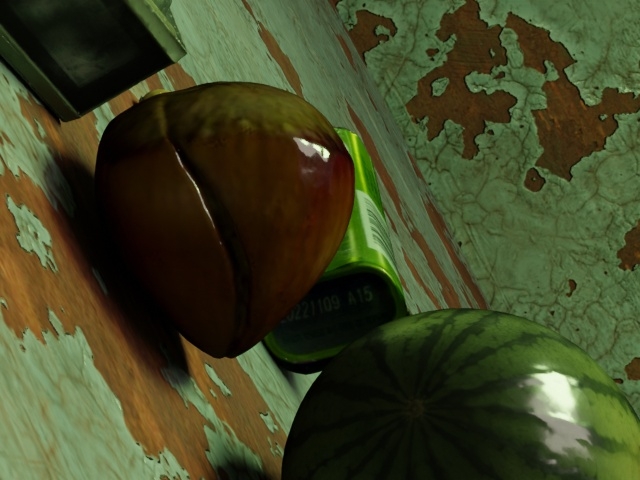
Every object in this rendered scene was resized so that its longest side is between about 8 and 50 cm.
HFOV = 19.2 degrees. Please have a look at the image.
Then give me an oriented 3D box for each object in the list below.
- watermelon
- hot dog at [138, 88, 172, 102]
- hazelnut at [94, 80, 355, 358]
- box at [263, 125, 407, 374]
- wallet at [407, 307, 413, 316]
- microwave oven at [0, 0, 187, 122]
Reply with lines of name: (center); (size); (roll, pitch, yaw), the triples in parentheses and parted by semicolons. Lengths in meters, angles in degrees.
watermelon: (0.118, 0.202, 1.411); (0.359, 0.279, 0.279); (53, 12, -48)
hot dog: (-0.108, -0.051, 1.659); (0.066, 0.047, 0.215); (43, 20, -56)
hazelnut: (-0.070, -0.014, 1.386); (0.208, 0.208, 0.208); (59, 9, -16)
box: (0.000, 0.000, 1.831); (0.097, 0.134, 0.345); (62, 9, -23)
wallet: (0.103, 0.161, 2.050); (0.133, 0.039, 0.243); (-119, -171, -55)
microwave oven: (-0.201, -0.217, 1.390); (0.205, 0.129, 0.163); (51, 14, -51)
